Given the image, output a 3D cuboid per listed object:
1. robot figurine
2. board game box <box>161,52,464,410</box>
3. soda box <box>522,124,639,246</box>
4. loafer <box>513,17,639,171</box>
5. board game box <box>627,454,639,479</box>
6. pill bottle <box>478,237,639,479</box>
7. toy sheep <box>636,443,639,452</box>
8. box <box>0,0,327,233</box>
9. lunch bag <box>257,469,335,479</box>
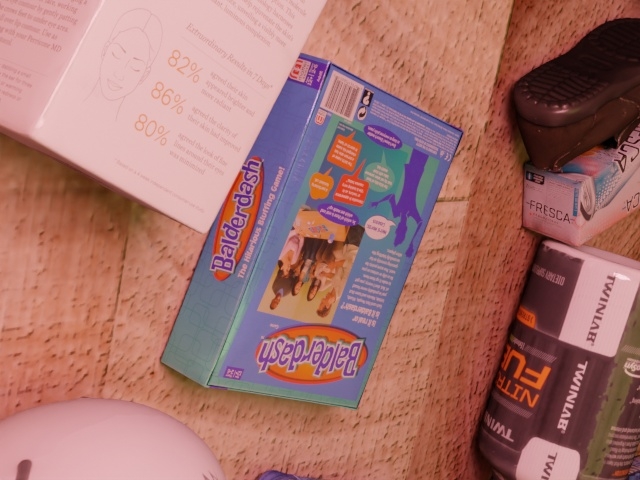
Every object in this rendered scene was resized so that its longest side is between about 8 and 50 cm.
[{"bbox_3d":[-0.120,0.223,0.660,0.174,0.209,0.278,-17,107,-33],"label":"robot figurine"},{"bbox_3d":[0.000,0.000,0.805,0.160,0.047,0.210,19,92,-51],"label":"board game box"},{"bbox_3d":[0.248,-0.061,1.048,0.183,0.058,0.063,-28,127,-38],"label":"soda box"},{"bbox_3d":[0.229,-0.118,0.995,0.220,0.080,0.078,-25,135,-33],"label":"loafer"},{"bbox_3d":[0.286,0.309,1.264,0.194,0.060,0.194,-5,111,-48],"label":"board game box"},{"bbox_3d":[0.212,0.131,1.040,0.130,0.130,0.245,9,100,-50],"label":"pill bottle"},{"bbox_3d":[0.302,0.147,1.189,0.091,0.091,0.132,-32,124,-35],"label":"toy sheep"},{"bbox_3d":[-0.086,-0.111,0.622,0.130,0.091,0.170,33,83,-50],"label":"box"},{"bbox_3d":[0.005,0.266,0.903,0.219,0.090,0.176,18,93,-51],"label":"lunch bag"}]
